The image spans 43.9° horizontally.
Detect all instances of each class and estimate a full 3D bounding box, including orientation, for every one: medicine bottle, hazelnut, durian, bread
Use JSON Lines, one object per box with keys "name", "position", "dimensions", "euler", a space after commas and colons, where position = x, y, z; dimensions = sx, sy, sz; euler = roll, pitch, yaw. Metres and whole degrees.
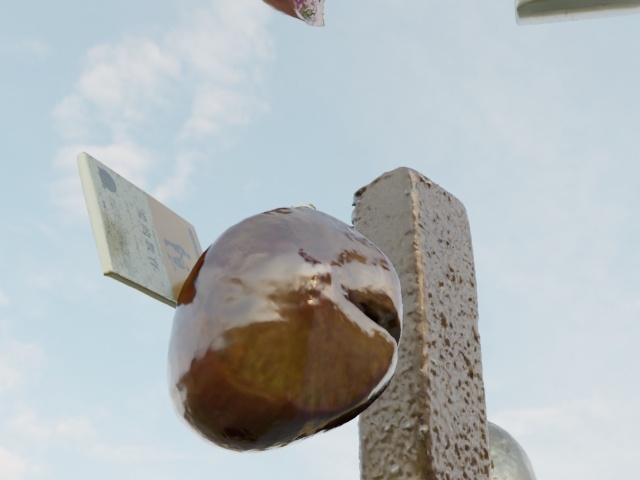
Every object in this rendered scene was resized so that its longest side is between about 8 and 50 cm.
{"name": "medicine bottle", "position": [0.505, -0.459, 1.443], "dimensions": [0.296, 0.111, 0.161], "euler": [0, 5, 18]}
{"name": "hazelnut", "position": [-0.033, 0.072, 0.613], "dimensions": [0.178, 0.204, 0.178], "euler": [17, -42, 16]}
{"name": "durian", "position": [-0.056, -0.455, 1.260], "dimensions": [0.191, 0.341, 0.112], "euler": [35, -92, 3]}
{"name": "bread", "position": [0.122, 0.124, 0.983], "dimensions": [0.113, 0.416, 0.165], "euler": [-21, -32, 37]}

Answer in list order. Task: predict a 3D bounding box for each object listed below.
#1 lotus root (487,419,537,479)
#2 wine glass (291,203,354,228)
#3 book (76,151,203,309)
{"name": "lotus root", "position": [0.193, 0.412, 1.116], "dimensions": [0.250, 0.346, 0.250], "euler": [7, -37, 5]}
{"name": "wine glass", "position": [0.000, 0.000, 1.393], "dimensions": [0.122, 0.183, 0.122], "euler": [-12, -64, -25]}
{"name": "book", "position": [-0.142, 0.006, 0.683], "dimensions": [0.012, 0.118, 0.172], "euler": [-28, -28, 12]}
